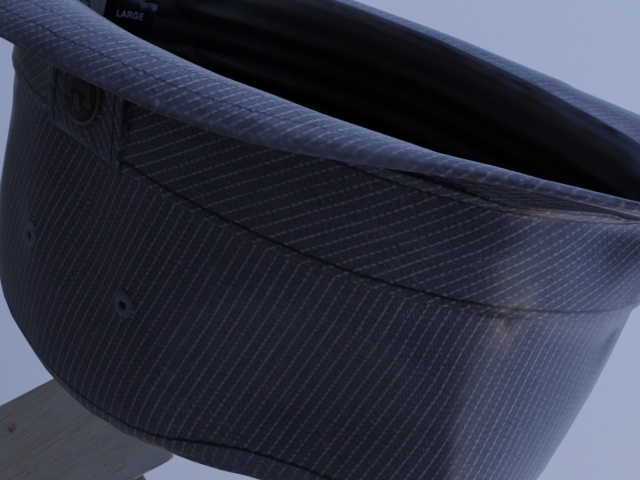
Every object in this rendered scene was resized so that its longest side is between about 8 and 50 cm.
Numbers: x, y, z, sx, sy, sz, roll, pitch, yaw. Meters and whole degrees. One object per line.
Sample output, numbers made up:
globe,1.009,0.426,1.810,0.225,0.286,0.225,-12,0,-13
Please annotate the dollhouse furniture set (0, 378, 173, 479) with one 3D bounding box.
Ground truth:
dollhouse furniture set,-0.025,0.236,1.105,0.394,0.256,0.362,62,-7,2

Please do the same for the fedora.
fedora,0.000,0.000,0.595,0.275,0.244,0.124,27,-73,32
